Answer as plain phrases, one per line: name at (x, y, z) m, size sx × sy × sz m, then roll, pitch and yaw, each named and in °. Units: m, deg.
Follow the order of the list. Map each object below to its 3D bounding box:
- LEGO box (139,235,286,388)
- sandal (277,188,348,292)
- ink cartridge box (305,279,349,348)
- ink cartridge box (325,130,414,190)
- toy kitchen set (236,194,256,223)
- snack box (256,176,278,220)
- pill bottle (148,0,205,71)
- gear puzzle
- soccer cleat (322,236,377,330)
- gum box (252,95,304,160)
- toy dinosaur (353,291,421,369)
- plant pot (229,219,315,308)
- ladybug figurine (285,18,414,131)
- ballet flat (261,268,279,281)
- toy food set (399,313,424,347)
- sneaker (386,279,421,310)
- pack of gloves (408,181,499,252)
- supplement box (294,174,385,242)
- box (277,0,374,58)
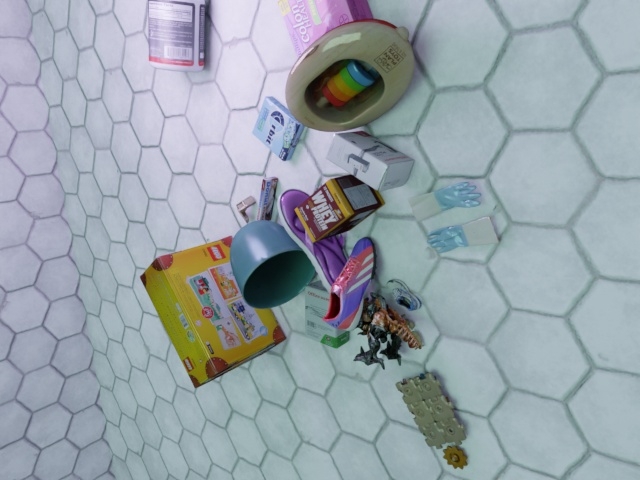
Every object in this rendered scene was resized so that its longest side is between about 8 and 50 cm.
LEGO box at (-0.427, 0.270, 2.151) m, size 0.193 × 0.372 × 0.500 m, roll -38°, pitch 77°, yaw 41°
sandal at (0.010, -0.008, 1.830) m, size 0.416 × 0.169 × 0.102 m, roll 57°, pitch 146°, yaw -4°
ink cartridge box at (0.025, 0.264, 1.949) m, size 0.153 × 0.087 × 0.208 m, roll 15°, pitch 113°, yaw 38°
ink cartridge box at (0.151, -0.247, 1.639) m, size 0.218 × 0.158 × 0.092 m, roll 38°, pitch 124°, yaw 26°
toy kitchen set at (-0.284, -0.119, 2.142) m, size 0.068 × 0.075 × 0.083 m, roll 53°, pitch 170°, yaw 20°
snack box at (-0.203, -0.154, 2.038) m, size 0.022 × 0.064 × 0.178 m, roll 30°, pitch 121°, yaw 33°
pill bottle at (-0.544, -0.837, 2.033) m, size 0.210 × 0.210 × 0.363 m, roll 22°, pitch 116°, yaw 35°
gear puzzle at (0.393, 0.592, 1.764) m, size 0.175 × 0.044 × 0.339 m, roll -32°, pitch 84°, yaw 40°
soccer cleat at (0.097, 0.137, 1.767) m, size 0.108 × 0.116 × 0.318 m, roll 12°, pitch 86°, yaw 57°
gum box at (-0.154, -0.404, 1.937) m, size 0.184 × 0.041 × 0.157 m, roll 44°, pitch 127°, yaw 24°
toy dinosaur at (0.196, 0.291, 1.749) m, size 0.322 × 0.164 × 0.218 m, roll -138°, pitch 52°, yaw -73°
plant pot at (-0.197, 0.065, 1.962) m, size 0.235 × 0.293 × 0.293 m, roll 54°, pitch 132°, yaw 35°
ladybug figurine at (0.087, -0.492, 1.575) m, size 0.449 × 0.305 × 0.162 m, roll -24°, pitch 43°, yaw 41°
ballet flat at (-0.272, 0.121, 2.146) m, size 0.280 × 0.095 × 0.096 m, roll 33°, pitch 85°, yaw 30°
toy food set at (0.291, 0.304, 1.775) m, size 0.078 × 0.019 × 0.122 m, roll -33°, pitch 80°, yaw 41°
sneaker at (0.262, 0.177, 1.737) m, size 0.135 × 0.058 × 0.052 m, roll 40°, pitch 125°, yaw 26°
pack of gloves at (0.393, -0.069, 1.575) m, size 0.232 × 0.046 × 0.195 m, roll -14°, pitch 104°, yaw 45°
supplement box at (0.062, -0.109, 1.733) m, size 0.191 × 0.194 × 0.129 m, roll -37°, pitch 77°, yaw 41°
box at (0.017, -0.695, 1.650) m, size 0.243 × 0.117 × 0.213 m, roll -19°, pitch 90°, yaw 43°
